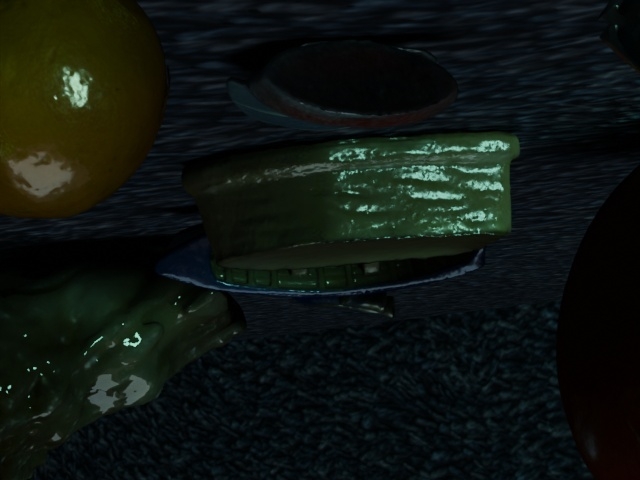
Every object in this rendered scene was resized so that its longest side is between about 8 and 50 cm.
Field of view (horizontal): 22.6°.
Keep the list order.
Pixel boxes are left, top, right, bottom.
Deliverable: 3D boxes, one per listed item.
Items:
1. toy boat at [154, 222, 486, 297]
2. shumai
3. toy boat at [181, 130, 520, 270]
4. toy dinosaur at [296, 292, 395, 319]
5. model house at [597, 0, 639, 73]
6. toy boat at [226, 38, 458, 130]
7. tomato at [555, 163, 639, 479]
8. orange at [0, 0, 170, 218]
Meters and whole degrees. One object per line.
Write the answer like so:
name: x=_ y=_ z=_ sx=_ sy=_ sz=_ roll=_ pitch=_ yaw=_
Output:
toy boat: x=0.000 y=0.000 z=1.101 sx=0.228 sy=0.080 sz=0.046 roll=-6 pitch=-152 yaw=-5
shumai: x=-0.231 y=0.067 z=1.272 sx=0.283 sy=0.217 sz=0.346 roll=-37 pitch=-176 yaw=1
toy boat: x=0.015 y=-0.020 z=0.920 sx=0.188 sy=0.061 sz=0.116 roll=-4 pitch=174 yaw=-13
toy dinosaur: x=-0.030 y=0.032 z=1.354 sx=0.188 sy=0.075 sz=0.247 roll=0 pitch=180 yaw=6
model house: x=0.177 y=-0.021 z=0.422 sx=0.154 sy=0.207 sz=0.294 roll=-6 pitch=174 yaw=27
toy boat: x=0.000 y=-0.057 z=0.695 sx=0.096 sy=0.034 sz=0.122 roll=1 pitch=174 yaw=-14
tomato: x=0.277 y=0.036 z=0.934 sx=0.298 sy=0.226 sz=0.298 roll=-13 pitch=174 yaw=-1
orange: x=-0.088 y=-0.048 z=0.492 sx=0.083 sy=0.084 sz=0.083 roll=-6 pitch=174 yaw=-1
